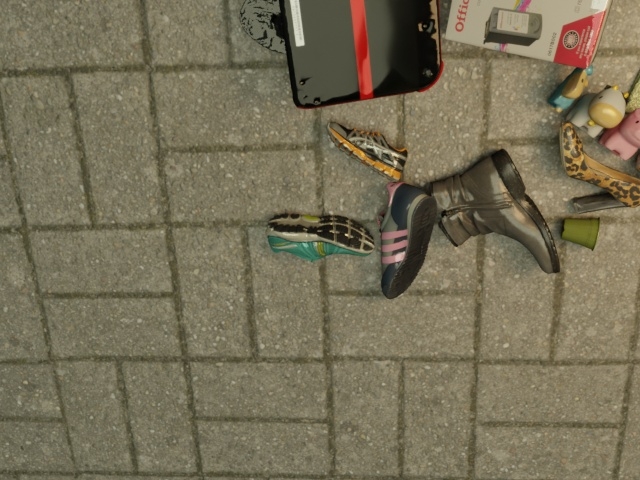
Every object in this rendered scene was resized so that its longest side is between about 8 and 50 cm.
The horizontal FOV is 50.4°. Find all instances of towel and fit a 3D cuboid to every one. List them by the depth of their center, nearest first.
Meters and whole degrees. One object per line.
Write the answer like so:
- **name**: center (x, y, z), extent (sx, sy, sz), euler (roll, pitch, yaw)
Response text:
- **towel**: center (0.760, -0.343, 1.535), extent (0.110, 0.027, 0.148), euler (21, 111, -2)

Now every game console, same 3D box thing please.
- **game console**: center (0.086, -0.488, 1.444), extent (0.342, 0.060, 0.386), euler (-8, 113, -1)

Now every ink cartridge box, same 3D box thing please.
- **ink cartridge box**: center (0.433, -0.497, 1.393), extent (0.306, 0.131, 0.226), euler (17, 119, 19)

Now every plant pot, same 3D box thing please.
- **plant pot**: center (0.627, -0.022, 1.650), extent (0.079, 0.083, 0.083), euler (10, 112, 15)

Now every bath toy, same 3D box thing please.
- **bath toy**: center (0.682, -0.255, 1.514), extent (0.348, 0.151, 0.129), euler (33, 107, -11)

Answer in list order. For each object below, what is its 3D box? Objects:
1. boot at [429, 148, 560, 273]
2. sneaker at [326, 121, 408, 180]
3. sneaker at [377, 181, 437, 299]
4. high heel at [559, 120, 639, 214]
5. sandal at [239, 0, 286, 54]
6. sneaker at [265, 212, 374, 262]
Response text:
- **boot**: center (0.420, -0.035, 1.653), extent (0.223, 0.118, 0.338), euler (-28, 95, 18)
- **sneaker**: center (0.111, -0.227, 1.621), extent (0.215, 0.084, 0.083), euler (31, 89, -6)
- **sneaker**: center (0.193, -0.003, 1.694), extent (0.131, 0.112, 0.319), euler (39, 131, 34)
- **high heel**: center (0.654, -0.180, 1.552), extent (0.186, 0.093, 0.261), euler (-11, 125, 28)
- **sandal**: center (0.037, -0.467, 1.513), extent (0.446, 0.107, 0.167), euler (15, 112, -1)
- **sneaker**: center (0.000, 0.000, 1.717), extent (0.275, 0.107, 0.110), euler (8, 131, 7)
